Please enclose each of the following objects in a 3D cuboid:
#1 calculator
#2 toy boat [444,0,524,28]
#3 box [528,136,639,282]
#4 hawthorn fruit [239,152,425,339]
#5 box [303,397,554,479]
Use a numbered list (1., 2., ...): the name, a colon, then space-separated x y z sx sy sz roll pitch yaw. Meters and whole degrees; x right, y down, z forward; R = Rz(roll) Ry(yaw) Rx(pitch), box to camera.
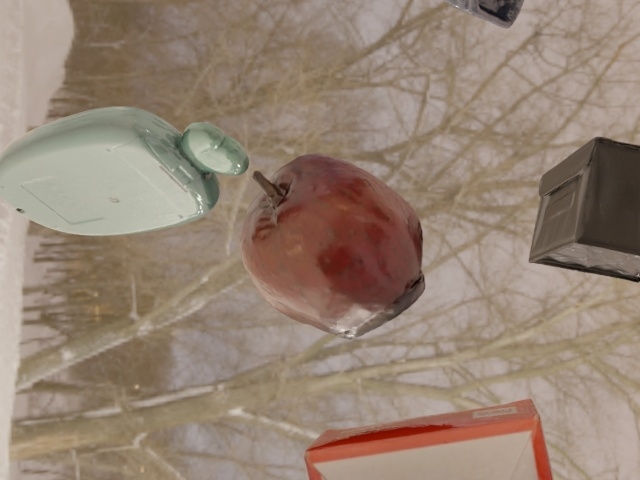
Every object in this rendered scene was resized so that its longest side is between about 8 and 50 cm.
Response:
1. calculator: -0.216 -0.066 0.879 0.184 0.295 0.042 48 39 -48
2. toy boat: 0.257 -0.445 1.151 0.078 0.127 0.282 21 -81 51
3. box: 0.589 -0.048 1.634 0.345 0.251 0.204 93 8 -82
4. hawthorn fruit: 0.000 0.000 0.974 0.215 0.250 0.215 -29 -137 31
5. box: 0.088 0.202 0.632 0.099 0.182 0.133 20 58 -79
